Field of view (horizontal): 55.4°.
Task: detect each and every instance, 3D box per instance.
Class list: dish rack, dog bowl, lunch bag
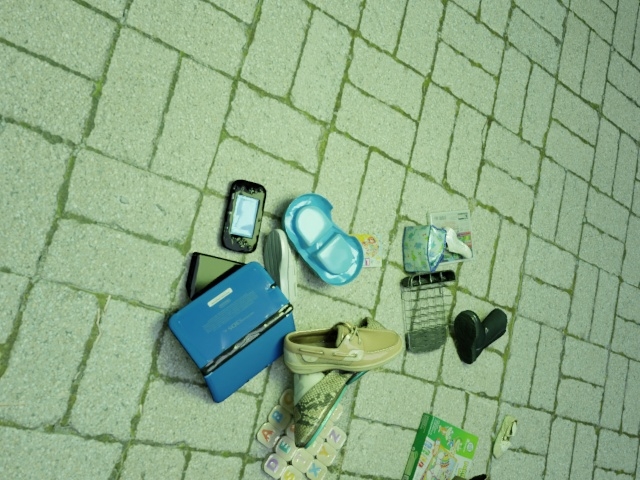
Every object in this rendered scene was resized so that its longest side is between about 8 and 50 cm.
[{"bbox_3d":[0.365,0.239,2.036,0.208,0.074,0.271,-5,91,-33],"label":"dish rack"},{"bbox_3d":[0.000,0.000,1.783,0.166,0.074,0.297,-44,106,-21],"label":"dog bowl"},{"bbox_3d":[0.336,0.031,1.992,0.096,0.129,0.151,18,77,-32],"label":"lunch bag"}]

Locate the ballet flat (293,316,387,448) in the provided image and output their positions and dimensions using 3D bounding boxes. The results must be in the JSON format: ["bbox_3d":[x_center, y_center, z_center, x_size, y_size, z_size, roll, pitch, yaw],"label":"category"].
[{"bbox_3d":[0.034,0.382,1.763,0.182,0.164,0.483,44,50,9],"label":"ballet flat"}]

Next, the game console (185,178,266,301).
[{"bbox_3d":[-0.236,0.009,1.658,0.213,0.044,0.361,15,79,-33],"label":"game console"}]

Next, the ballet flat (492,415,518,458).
[{"bbox_3d":[0.682,0.725,2.240,0.057,0.052,0.168,33,71,-29],"label":"ballet flat"}]

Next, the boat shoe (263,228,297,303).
[{"bbox_3d":[-0.107,0.077,1.731,0.076,0.083,0.226,-10,105,-46],"label":"boat shoe"}]

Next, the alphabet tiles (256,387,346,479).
[{"bbox_3d":[-0.047,0.572,1.774,0.278,0.021,0.284,46,65,-23],"label":"alphabet tiles"}]

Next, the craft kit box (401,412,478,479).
[{"bbox_3d":[0.406,0.742,2.054,0.247,0.061,0.250,32,71,-32],"label":"craft kit box"}]

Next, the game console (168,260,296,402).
[{"bbox_3d":[-0.225,0.245,1.629,0.293,0.173,0.250,-35,84,-25],"label":"game console"}]

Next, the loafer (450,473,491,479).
[{"bbox_3d":[0.425,0.829,1.970,0.366,0.134,0.130,6,74,-39],"label":"loafer"}]

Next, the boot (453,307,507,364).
[{"bbox_3d":[0.565,0.291,2.127,0.207,0.094,0.246,-35,132,-29],"label":"boot"}]

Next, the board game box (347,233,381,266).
[{"bbox_3d":[0.124,0.032,1.909,0.154,0.026,0.103,-1,89,-34],"label":"board game box"}]

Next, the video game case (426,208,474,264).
[{"bbox_3d":[0.459,-0.012,2.141,0.201,0.023,0.183,-7,91,-35],"label":"video game case"}]

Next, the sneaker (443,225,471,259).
[{"bbox_3d":[0.461,0.020,2.100,0.152,0.054,0.061,44,74,-19],"label":"sneaker"}]

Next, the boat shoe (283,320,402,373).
[{"bbox_3d":[0.067,0.289,1.687,0.341,0.121,0.110,-7,125,-11],"label":"boat shoe"}]
